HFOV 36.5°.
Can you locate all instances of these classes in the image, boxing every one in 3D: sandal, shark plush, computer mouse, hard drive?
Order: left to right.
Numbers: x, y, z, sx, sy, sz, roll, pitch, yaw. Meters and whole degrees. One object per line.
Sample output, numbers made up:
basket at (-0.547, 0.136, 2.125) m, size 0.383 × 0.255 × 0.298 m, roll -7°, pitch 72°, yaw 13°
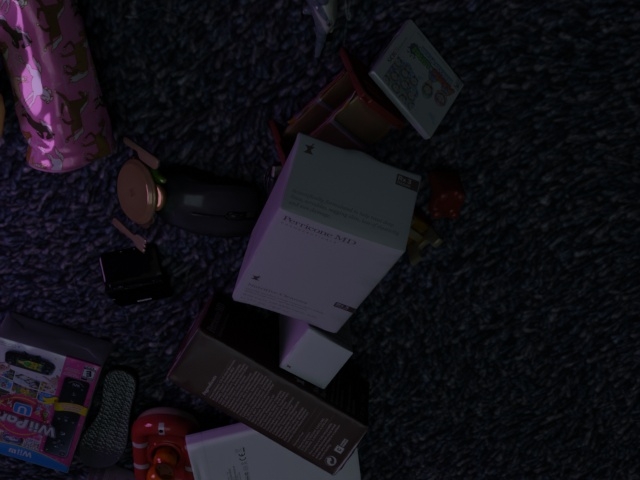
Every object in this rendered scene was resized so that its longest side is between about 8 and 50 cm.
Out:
sandal at (-0.444, 0.382, 2.092) m, size 0.097 × 0.054 × 0.254 m, roll 22°, pitch 107°, yaw -4°
computer mouse at (-0.194, -0.068, 1.819) m, size 0.272 × 0.072 × 0.188 m, roll 8°, pitch 120°, yaw -3°
hard drive at (-0.095, 0.476, 2.092) m, size 0.353 × 0.047 × 0.233 m, roll -12°, pitch 120°, yaw -8°
shark plush at (-0.003, -0.393, 1.659) m, size 0.067 × 0.073 × 0.161 m, roll 11°, pitch 143°, yaw 17°

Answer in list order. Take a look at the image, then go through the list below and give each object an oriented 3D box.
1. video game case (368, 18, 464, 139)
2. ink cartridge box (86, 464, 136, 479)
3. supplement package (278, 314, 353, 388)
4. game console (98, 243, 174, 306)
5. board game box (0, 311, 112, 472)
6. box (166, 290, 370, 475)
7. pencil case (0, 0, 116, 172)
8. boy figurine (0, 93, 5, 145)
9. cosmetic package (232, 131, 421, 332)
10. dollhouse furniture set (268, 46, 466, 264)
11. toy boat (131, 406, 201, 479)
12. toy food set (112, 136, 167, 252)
video game case at (0.167, -0.276, 1.664) m, size 0.157 × 0.143 × 0.019 m, roll 46°, pitch 148°, yaw -21°
ink cartridge box at (-0.421, 0.659, 2.101) m, size 0.272 × 0.309 × 0.130 m, roll 27°, pitch 117°, yaw -12°
supplement package at (-0.012, 0.182, 1.890) m, size 0.105 × 0.179 × 0.105 m, roll 30°, pitch 113°, yaw -17°
game console at (-0.365, 0.071, 1.937) m, size 0.122 × 0.071 × 0.107 m, roll -11°, pitch 149°, yaw 9°
board game box at (-0.589, 0.322, 2.037) m, size 0.224 × 0.097 × 0.303 m, roll 18°, pitch 119°, yaw -8°
box at (-0.093, 0.276, 1.913) m, size 0.381 × 0.191 × 0.143 m, roll 30°, pitch 108°, yaw -7°
pencil case at (-0.468, -0.302, 1.645) m, size 0.160 × 0.167 × 0.386 m, roll -21°, pitch 120°, yaw -18°
boy figurine at (-0.600, -0.233, 1.645) m, size 0.177 × 0.092 × 0.285 m, roll 51°, pitch 145°, yaw -3°
cosmetic package at (0.000, 0.000, 1.649) m, size 0.217 × 0.156 × 0.385 m, roll 18°, pitch 153°, yaw -6°
dollhouse furniture set at (0.110, -0.143, 1.751) m, size 0.201 × 0.152 × 0.374 m, roll -41°, pitch 128°, yaw 21°
toy boat at (-0.334, 0.473, 2.083) m, size 0.151 × 0.151 × 0.231 m, roll 2°, pitch 120°, yaw 0°
toy food set at (-0.330, -0.089, 1.800) m, size 0.038 × 0.132 × 0.192 m, roll -12°, pitch 127°, yaw -42°
